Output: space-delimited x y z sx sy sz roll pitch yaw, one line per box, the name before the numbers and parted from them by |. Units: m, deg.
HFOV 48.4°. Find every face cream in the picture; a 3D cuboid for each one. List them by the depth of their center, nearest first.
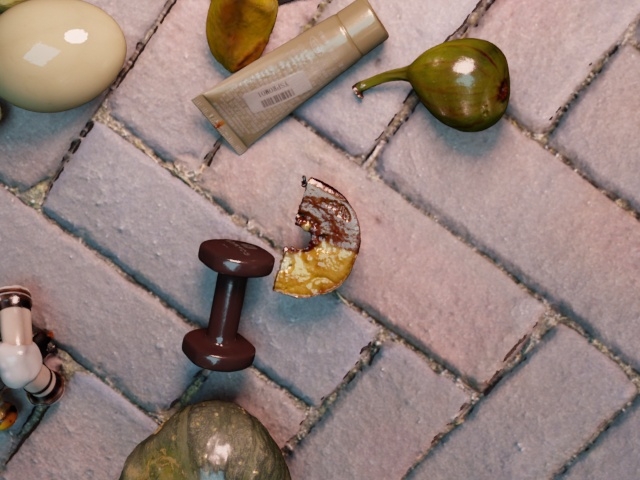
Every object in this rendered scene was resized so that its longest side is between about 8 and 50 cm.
face cream | -0.046 -0.286 1.222 0.341 0.084 0.137 -32 123 14

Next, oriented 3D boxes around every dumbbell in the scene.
dumbbell | -0.169 0.115 1.292 0.124 0.140 0.225 2 108 -37

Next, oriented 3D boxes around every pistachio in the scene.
pistachio | -0.135 -0.374 1.194 0.110 0.100 0.189 36 143 13

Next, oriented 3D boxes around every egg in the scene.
egg | -0.448 -0.314 1.202 0.242 0.186 0.186 -18 100 -1

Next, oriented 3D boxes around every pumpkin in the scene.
pumpkin | -0.221 0.458 1.312 0.328 0.257 0.291 -31 110 4

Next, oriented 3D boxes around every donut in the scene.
donut | -0.001 0.002 1.277 0.141 0.085 0.217 23 104 0

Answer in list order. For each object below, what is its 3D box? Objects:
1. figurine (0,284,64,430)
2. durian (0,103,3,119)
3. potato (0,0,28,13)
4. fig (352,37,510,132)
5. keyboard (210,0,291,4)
figurine | -0.678 0.240 1.341 0.323 0.196 0.320 -16 107 -1
durian | -0.638 -0.220 1.299 0.110 0.071 0.140 22 88 -5
potato | -0.584 -0.466 1.202 0.248 0.143 0.169 12 78 8
fig | 0.190 -0.272 1.200 0.259 0.151 0.151 16 105 30
keyboard | -0.071 -0.458 1.218 0.262 0.016 0.106 -13 101 8
